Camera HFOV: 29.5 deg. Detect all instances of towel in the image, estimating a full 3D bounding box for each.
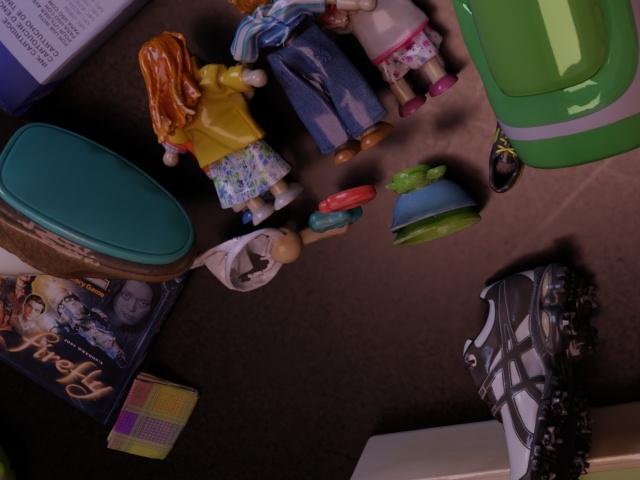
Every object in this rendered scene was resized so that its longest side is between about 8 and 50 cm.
[{"bbox_3d":[-0.146,0.154,1.062,0.060,0.009,0.083,17,116,-20],"label":"towel"}]

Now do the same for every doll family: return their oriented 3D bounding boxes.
[{"bbox_3d":[-0.036,-0.118,0.880,0.263,0.118,0.163,-33,98,24],"label":"doll family"}]

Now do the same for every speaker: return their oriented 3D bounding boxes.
[{"bbox_3d":[0.143,-0.203,0.796,0.131,0.131,0.297,-14,106,20],"label":"speaker"}]

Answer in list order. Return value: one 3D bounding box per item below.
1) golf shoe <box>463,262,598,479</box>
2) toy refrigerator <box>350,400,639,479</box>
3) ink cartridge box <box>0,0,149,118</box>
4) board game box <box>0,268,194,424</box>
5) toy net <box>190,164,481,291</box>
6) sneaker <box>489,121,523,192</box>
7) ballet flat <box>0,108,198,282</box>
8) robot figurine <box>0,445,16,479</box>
[{"bbox_3d":[0.150,0.114,0.902,0.093,0.198,0.077,-8,147,34],"label":"golf shoe"},{"bbox_3d":[0.168,0.203,0.957,0.269,0.094,0.102,-10,107,19],"label":"toy refrigerator"},{"bbox_3d":[-0.218,-0.232,0.923,0.311,0.065,0.186,-37,96,26],"label":"ink cartridge box"},{"bbox_3d":[-0.247,0.026,1.035,0.243,0.042,0.165,31,115,3],"label":"board game box"},{"bbox_3d":[0.000,0.000,0.913,0.232,0.122,0.045,-19,84,17],"label":"toy net"},{"bbox_3d":[0.142,-0.072,0.894,0.031,0.035,0.083,9,112,11],"label":"sneaker"},{"bbox_3d":[-0.262,-0.041,0.927,0.342,0.116,0.124,26,132,-10],"label":"ballet flat"},{"bbox_3d":[-0.322,0.203,1.108,0.101,0.067,0.115,-14,108,48],"label":"robot figurine"}]
